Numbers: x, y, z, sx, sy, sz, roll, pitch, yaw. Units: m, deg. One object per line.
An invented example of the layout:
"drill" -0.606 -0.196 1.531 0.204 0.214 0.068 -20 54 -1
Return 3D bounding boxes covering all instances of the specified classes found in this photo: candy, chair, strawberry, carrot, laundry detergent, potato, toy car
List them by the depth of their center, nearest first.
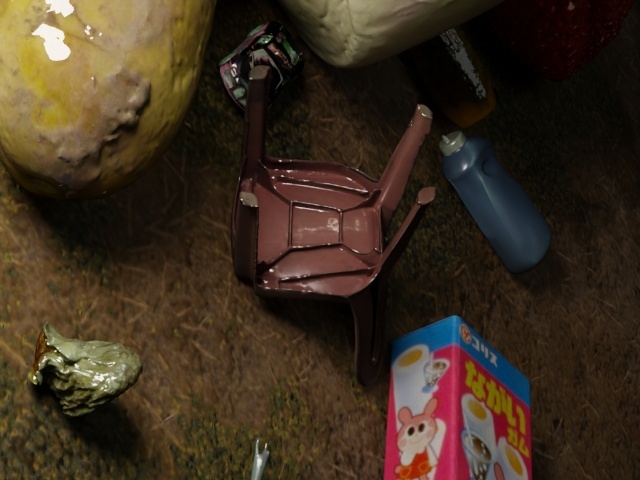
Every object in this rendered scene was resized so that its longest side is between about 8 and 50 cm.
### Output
"potato" -0.192 -0.159 1.410 0.229 0.229 0.266 29 52 -46
"chair" 0.000 0.000 1.686 0.326 0.183 0.175 102 -8 -53
"candy" 0.144 0.247 1.765 0.157 0.100 0.306 40 41 -37
"toy car" -0.057 -0.183 1.772 0.069 0.055 0.142 56 31 -13
"laundry detergent" 0.210 -0.058 2.105 0.206 0.061 0.096 52 42 -22
"carrot" 0.154 -0.223 2.110 0.173 0.082 0.082 54 32 -8
"strawberry" 0.323 -0.361 2.342 0.238 0.250 0.288 50 -12 43

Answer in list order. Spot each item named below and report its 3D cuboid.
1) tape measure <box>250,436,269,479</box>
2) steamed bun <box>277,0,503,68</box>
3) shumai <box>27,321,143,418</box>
"tape measure" -0.006 0.325 1.485 0.164 0.084 0.330 -22 91 -62
"steamed bun" 0.101 -0.390 1.720 0.290 0.371 0.456 48 -18 34
"shumai" -0.194 0.096 1.362 0.080 0.082 0.083 57 -4 -7
